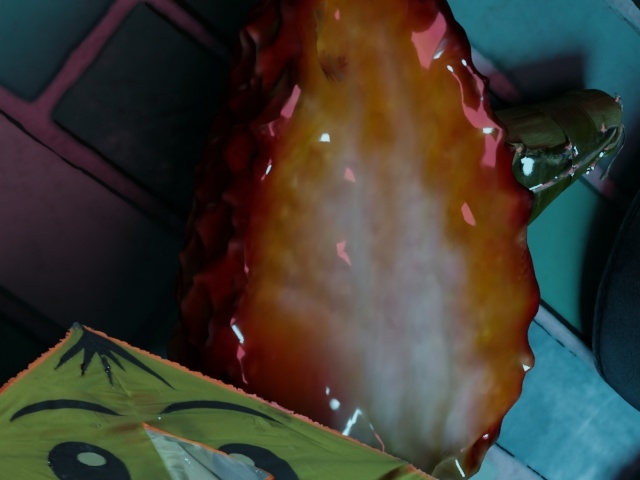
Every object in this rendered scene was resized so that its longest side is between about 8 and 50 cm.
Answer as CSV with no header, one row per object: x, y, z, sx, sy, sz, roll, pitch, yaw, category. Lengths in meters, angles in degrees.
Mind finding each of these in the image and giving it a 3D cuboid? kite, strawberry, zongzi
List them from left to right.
-0.085,0.139,1.005,0.377,0.013,0.327,1,144,15,kite
0.000,0.000,1.074,0.265,0.149,0.336,-14,105,-39,strawberry
0.153,-0.042,1.204,0.109,0.055,0.119,-18,131,-25,zongzi

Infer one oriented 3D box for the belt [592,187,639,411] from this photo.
0.301,0.020,1.277,0.206,0.116,0.267,-2,115,-35,belt
